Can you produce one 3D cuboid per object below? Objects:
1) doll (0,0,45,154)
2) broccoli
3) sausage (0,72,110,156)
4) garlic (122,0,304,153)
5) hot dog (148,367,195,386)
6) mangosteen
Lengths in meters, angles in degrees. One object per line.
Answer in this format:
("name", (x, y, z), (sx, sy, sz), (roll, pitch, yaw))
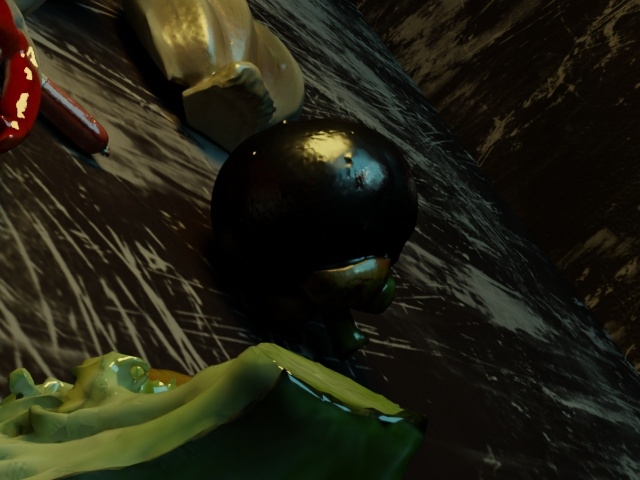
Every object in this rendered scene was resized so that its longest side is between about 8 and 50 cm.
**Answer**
("doll", (-0.286, -0.148, 0.750), (0.188, 0.099, 0.384), (41, 26, -20))
("broccoli", (-0.073, 0.122, 0.439), (0.248, 0.245, 0.288), (41, 10, 10))
("sausage", (-0.288, -0.163, 0.925), (0.253, 0.034, 0.034), (43, 17, -15))
("garlic", (-0.130, -0.243, 1.340), (0.279, 0.132, 0.325), (42, 21, -45))
("hot dog", (-0.059, 0.149, 0.727), (0.286, 0.061, 0.087), (29, 27, -45))
("mangosteen", (0.000, 0.000, 1.022), (0.211, 0.211, 0.249), (-10, 90, -70))
